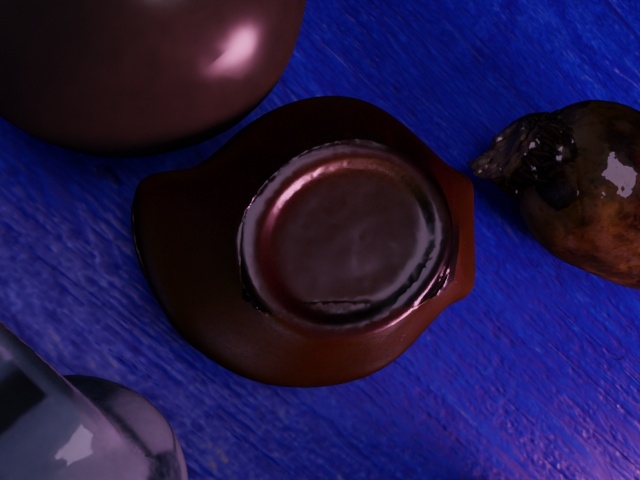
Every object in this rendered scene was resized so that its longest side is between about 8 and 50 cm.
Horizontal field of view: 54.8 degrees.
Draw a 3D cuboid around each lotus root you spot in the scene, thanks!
[{"bbox_3d":[0.308,-0.042,0.625,0.314,0.141,0.169,24,65,-16],"label":"lotus root"}]

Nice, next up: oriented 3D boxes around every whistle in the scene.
[{"bbox_3d":[-0.182,0.140,0.383,0.290,0.163,0.163,29,60,28],"label":"whistle"}]

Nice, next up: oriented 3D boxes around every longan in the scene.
[{"bbox_3d":[-0.132,-0.169,0.427,0.246,0.215,0.246,5,33,-3],"label":"longan"}]

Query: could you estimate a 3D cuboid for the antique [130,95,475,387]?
[{"bbox_3d":[0.000,0.000,0.477,0.278,0.129,0.223,4,87,-22],"label":"antique"}]
